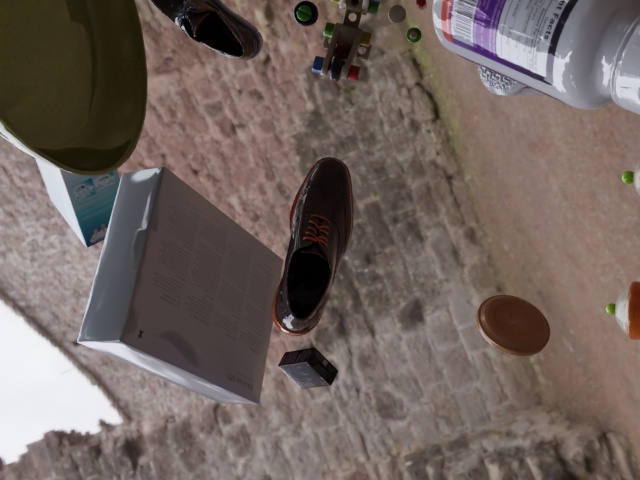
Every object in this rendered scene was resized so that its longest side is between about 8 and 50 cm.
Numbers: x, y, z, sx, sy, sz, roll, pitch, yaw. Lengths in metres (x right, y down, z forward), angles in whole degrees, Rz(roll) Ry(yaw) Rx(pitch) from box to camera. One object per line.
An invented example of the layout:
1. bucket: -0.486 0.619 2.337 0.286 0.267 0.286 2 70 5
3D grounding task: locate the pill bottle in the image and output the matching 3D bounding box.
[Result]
1. pill bottle: 0.189 -0.166 0.583 0.193 0.108 0.108 38 163 39

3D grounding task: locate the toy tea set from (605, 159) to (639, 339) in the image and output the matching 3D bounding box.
1. toy tea set: 0.499 0.034 1.166 0.200 0.124 0.335 -23 -68 -60

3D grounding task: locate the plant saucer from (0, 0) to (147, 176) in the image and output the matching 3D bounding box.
1. plant saucer: -0.183 -0.154 0.473 0.241 0.037 0.240 -12 -90 -76

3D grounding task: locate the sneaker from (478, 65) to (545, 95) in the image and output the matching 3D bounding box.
1. sneaker: 0.408 -0.217 1.015 0.210 0.366 0.137 58 -153 -50

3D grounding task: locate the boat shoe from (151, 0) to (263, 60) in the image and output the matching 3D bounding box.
1. boat shoe: -0.168 -0.318 1.076 0.183 0.066 0.066 29 -153 0

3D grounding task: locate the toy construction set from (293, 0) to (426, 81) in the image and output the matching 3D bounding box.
1. toy construction set: 0.109 -0.525 1.840 0.237 0.309 0.257 -55 -44 -73

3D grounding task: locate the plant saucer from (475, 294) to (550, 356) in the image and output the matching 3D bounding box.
1. plant saucer: 0.216 0.092 0.846 0.013 0.084 0.083 103 158 -43

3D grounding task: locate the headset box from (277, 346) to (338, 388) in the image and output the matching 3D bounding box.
1. headset box: -0.023 0.206 1.220 0.062 0.083 0.032 49 -131 -23

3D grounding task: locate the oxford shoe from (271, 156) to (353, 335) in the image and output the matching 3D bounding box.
1. oxford shoe: 0.000 0.000 1.078 0.098 0.097 0.271 122 159 -74

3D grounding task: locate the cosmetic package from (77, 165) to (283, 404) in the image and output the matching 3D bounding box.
1. cosmetic package: -0.211 0.092 1.270 0.377 0.098 0.284 43 -133 -52

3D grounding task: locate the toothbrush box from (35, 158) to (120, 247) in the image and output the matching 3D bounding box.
1. toothbrush box: -0.553 -0.167 1.713 0.216 0.126 0.295 43 151 36
